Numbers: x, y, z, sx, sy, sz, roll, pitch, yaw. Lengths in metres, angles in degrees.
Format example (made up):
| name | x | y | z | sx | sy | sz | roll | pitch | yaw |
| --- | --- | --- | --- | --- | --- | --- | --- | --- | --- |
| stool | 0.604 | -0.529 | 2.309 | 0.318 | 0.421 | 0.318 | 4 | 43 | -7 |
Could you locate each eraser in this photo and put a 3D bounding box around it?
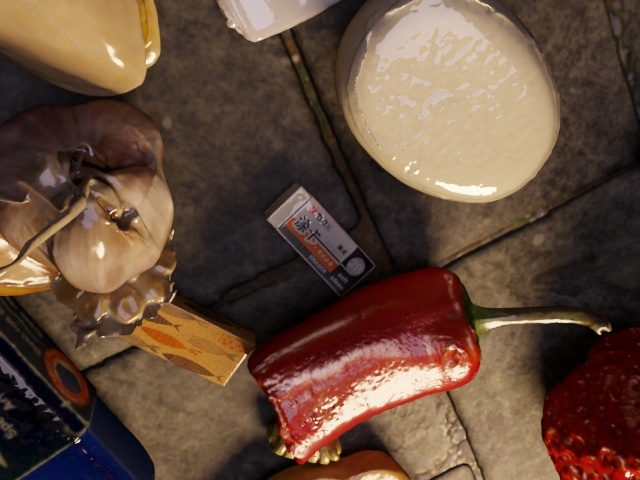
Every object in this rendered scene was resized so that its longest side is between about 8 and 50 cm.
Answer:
| name | x | y | z | sx | sy | sz | roll | pitch | yaw |
| --- | --- | --- | --- | --- | --- | --- | --- | --- | --- |
| eraser | 0.000 | 0.000 | 0.702 | 0.052 | 0.029 | 0.122 | -43 | 110 | 1 |
| eraser | -0.315 | 0.157 | 0.635 | 0.155 | 0.101 | 0.332 | -34 | 109 | -1 |

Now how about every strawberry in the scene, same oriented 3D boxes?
| name | x | y | z | sx | sy | sz | roll | pitch | yaw |
| --- | --- | --- | --- | --- | --- | --- | --- | --- | --- |
| strawberry | 0.397 | 0.228 | 0.733 | 0.257 | 0.277 | 0.257 | -4 | 105 | -15 |

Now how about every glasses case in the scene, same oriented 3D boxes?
| name | x | y | z | sx | sy | sz | roll | pitch | yaw |
| --- | --- | --- | --- | --- | --- | --- | --- | --- | --- |
| glasses case | -0.154 | 0.083 | 0.685 | 0.170 | 0.041 | 0.064 | 30 | 108 | -19 |

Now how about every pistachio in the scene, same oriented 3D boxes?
| name | x | y | z | sx | sy | sz | roll | pitch | yaw |
| --- | --- | --- | --- | --- | --- | --- | --- | --- | --- |
| pistachio | -0.227 | -0.207 | 0.528 | 0.229 | 0.157 | 0.157 | 38 | 94 | -24 |

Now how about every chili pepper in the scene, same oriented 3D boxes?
| name | x | y | z | sx | sy | sz | roll | pitch | yaw |
| --- | --- | --- | --- | --- | --- | --- | --- | --- | --- |
| chili pepper | 0.099 | 0.096 | 0.697 | 0.338 | 0.131 | 0.134 | -25 | 95 | -1 |

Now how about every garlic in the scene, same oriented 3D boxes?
| name | x | y | z | sx | sy | sz | roll | pitch | yaw |
| --- | --- | --- | --- | --- | --- | --- | --- | --- | --- |
| garlic | -0.194 | 0.007 | 0.547 | 0.207 | 0.256 | 0.207 | -8 | 122 | -13 |

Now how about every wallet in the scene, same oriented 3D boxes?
| name | x | y | z | sx | sy | sz | roll | pitch | yaw |
| --- | --- | --- | --- | --- | --- | --- | --- | --- | --- |
| wallet | -0.012 | -0.259 | 0.624 | 0.190 | 0.033 | 0.095 | -32 | 109 | -4 |

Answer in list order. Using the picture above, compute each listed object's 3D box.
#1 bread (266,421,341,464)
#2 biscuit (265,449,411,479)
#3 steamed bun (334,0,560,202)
| name | x | y | z | sx | sy | sz | roll | pitch | yaw |
| --- | --- | --- | --- | --- | --- | --- | --- | --- | --- |
| bread | -0.019 | 0.227 | 0.752 | 0.088 | 0.049 | 0.033 | 13 | 110 | -18 |
| biscuit | 0.019 | 0.420 | 0.812 | 0.312 | 0.057 | 0.351 | -38 | 109 | 0 |
| steamed bun | 0.117 | -0.139 | 0.635 | 0.228 | 0.130 | 0.177 | 36 | 105 | -21 |
